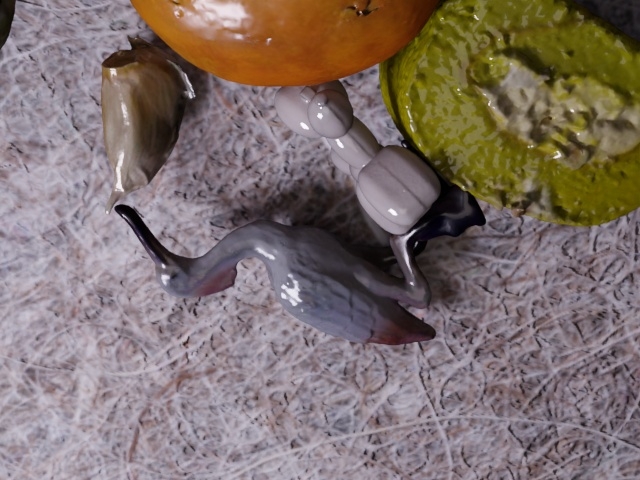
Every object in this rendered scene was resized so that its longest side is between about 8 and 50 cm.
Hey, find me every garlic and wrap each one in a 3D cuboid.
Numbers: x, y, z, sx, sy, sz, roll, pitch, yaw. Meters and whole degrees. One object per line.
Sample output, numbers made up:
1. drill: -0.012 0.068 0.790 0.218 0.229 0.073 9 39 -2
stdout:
1. garlic: -0.160 -0.107 1.341 0.084 0.066 0.152 -10 116 -33

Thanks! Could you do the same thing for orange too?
1. orange: -0.027 -0.260 1.181 0.284 0.226 0.283 0 91 6

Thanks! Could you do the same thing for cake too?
1. cake: 0.180 -0.117 1.292 0.261 0.156 0.179 29 102 -15

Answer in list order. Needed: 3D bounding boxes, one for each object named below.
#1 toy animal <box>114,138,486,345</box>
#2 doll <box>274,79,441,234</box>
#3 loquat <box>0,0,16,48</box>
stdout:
1. toy animal: -0.010 0.023 1.398 0.324 0.090 0.195 -12 108 -4
2. doll: 0.030 -0.077 1.268 0.160 0.161 0.059 44 88 4
3. loquat: -0.358 -0.218 1.237 0.227 0.179 0.179 32 111 -10
